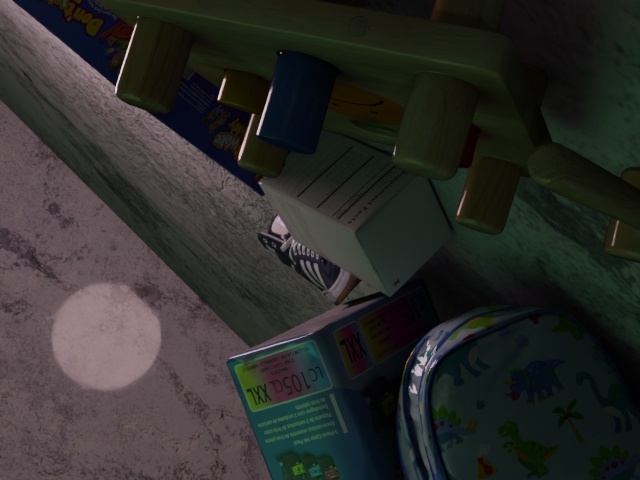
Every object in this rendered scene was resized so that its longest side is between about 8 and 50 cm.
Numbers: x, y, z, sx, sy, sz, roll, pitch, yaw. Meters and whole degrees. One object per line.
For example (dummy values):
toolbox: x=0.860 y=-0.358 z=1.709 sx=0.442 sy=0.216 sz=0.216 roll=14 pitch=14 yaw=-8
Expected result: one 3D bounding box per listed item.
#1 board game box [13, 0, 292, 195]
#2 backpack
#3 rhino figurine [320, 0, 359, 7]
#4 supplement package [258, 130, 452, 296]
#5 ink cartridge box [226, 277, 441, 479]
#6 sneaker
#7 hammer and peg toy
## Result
board game box: x=-0.181 y=-0.189 z=1.075 sx=0.233 sy=0.078 sz=0.347 roll=40 pitch=-179 yaw=21
backpack: x=0.220 y=0.237 z=0.936 sx=0.273 sy=0.290 sz=0.355 roll=70 pitch=178 yaw=-55
rhino figurine: x=-0.009 y=-0.219 z=0.737 sx=0.106 sy=0.073 sz=0.243 roll=48 pitch=164 yaw=7
supplement package: x=0.037 y=-0.036 z=1.026 sx=0.179 sy=0.105 sz=0.105 roll=31 pitch=158 yaw=46
ink cartridge box: x=0.082 y=0.272 z=1.118 sx=0.151 sy=0.270 sz=0.395 roll=-20 pitch=90 yaw=33
sneaker: x=0.000 y=0.000 z=1.233 sx=0.153 sy=0.099 sz=0.282 roll=43 pitch=168 yaw=4
hammer and peg toy: x=0.067 y=-0.093 z=0.590 sx=0.361 sy=0.127 sz=0.266 roll=16 pitch=176 yaw=22
